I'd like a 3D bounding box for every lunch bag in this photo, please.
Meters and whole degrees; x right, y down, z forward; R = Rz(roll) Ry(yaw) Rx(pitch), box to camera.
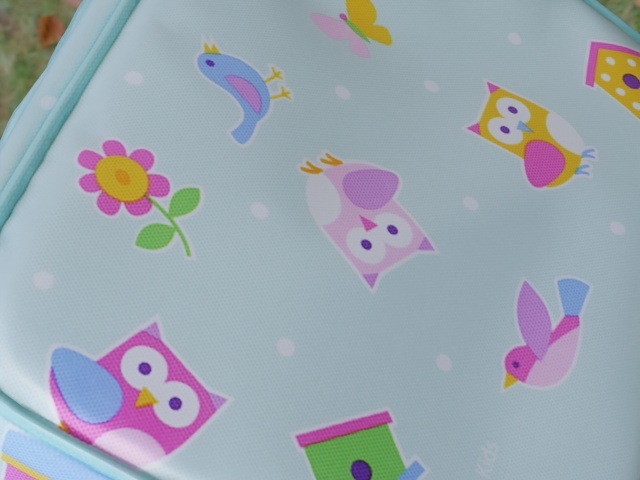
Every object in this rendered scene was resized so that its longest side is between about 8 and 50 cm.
[{"bbox_3d":[0.000,0.000,0.468,0.224,0.279,0.108,28,139,-7],"label":"lunch bag"}]
